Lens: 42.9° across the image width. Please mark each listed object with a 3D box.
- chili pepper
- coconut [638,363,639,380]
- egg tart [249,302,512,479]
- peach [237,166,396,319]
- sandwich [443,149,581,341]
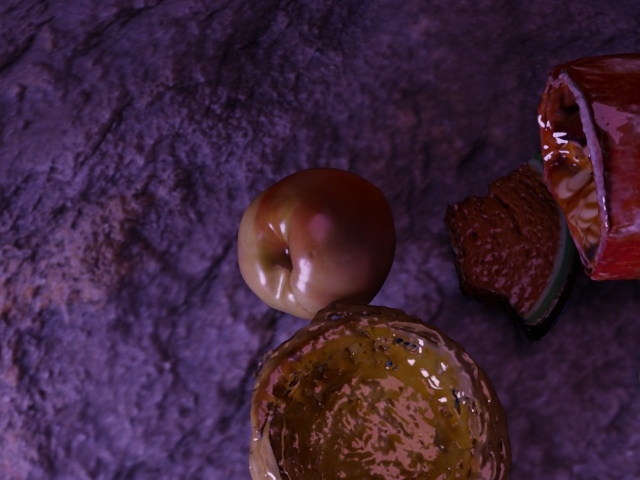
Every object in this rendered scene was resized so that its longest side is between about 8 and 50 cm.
[{"bbox_3d":[0.377,-0.078,0.883,0.305,0.229,0.251,-4,100,-11],"label":"chili pepper"},{"bbox_3d":[0.382,0.135,0.866,0.081,0.082,0.083,14,14,41],"label":"coconut"},{"bbox_3d":[0.052,0.206,0.834,0.290,0.107,0.291,1,66,-3],"label":"egg tart"},{"bbox_3d":[0.000,0.000,0.928,0.184,0.184,0.184,-2,58,4],"label":"peach"},{"bbox_3d":[0.235,0.015,0.959,0.159,0.079,0.235,-13,54,9],"label":"sandwich"}]
